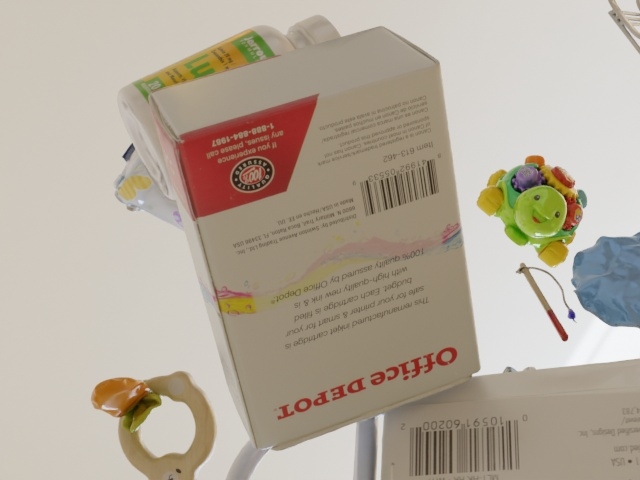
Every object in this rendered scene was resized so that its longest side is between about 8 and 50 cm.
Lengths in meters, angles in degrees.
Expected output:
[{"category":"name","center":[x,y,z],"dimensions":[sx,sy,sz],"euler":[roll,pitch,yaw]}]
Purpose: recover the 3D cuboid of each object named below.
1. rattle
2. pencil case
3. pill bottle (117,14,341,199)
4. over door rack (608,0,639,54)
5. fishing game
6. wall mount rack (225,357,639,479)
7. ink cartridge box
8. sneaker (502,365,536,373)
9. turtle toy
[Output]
[{"category":"rattle","center":[-0.179,0.254,1.307],"dimensions":[0.143,0.130,0.200],"euler":[94,163,-79]},{"category":"pencil case","center":[-0.122,-0.037,1.411],"dimensions":[0.124,0.273,0.113],"euler":[-61,18,-16]},{"category":"pill bottle","center":[-0.088,-0.156,1.254],"dimensions":[0.136,0.245,0.136],"euler":[55,164,25]},{"category":"over door rack","center":[0.493,-0.187,1.394],"dimensions":[0.239,0.108,0.324],"euler":[-12,-104,-55]},{"category":"fishing game","center":[0.344,0.047,1.151],"dimensions":[0.189,0.264,0.041],"euler":[-109,12,-57]},{"category":"wall mount rack","center":[0.126,0.186,0.562],"dimensions":[0.130,0.349,0.304],"euler":[64,-156,-49]},{"category":"ink cartridge box","center":[0.000,0.000,0.560],"dimensions":[0.072,0.127,0.175],"euler":[-128,24,-59]},{"category":"sneaker","center":[0.224,0.178,1.175],"dimensions":[0.191,0.082,0.071],"euler":[127,168,-84]},{"category":"turtle toy","center":[0.190,-0.030,0.975],"dimensions":[0.095,0.066,0.130],"euler":[40,-153,2]}]
